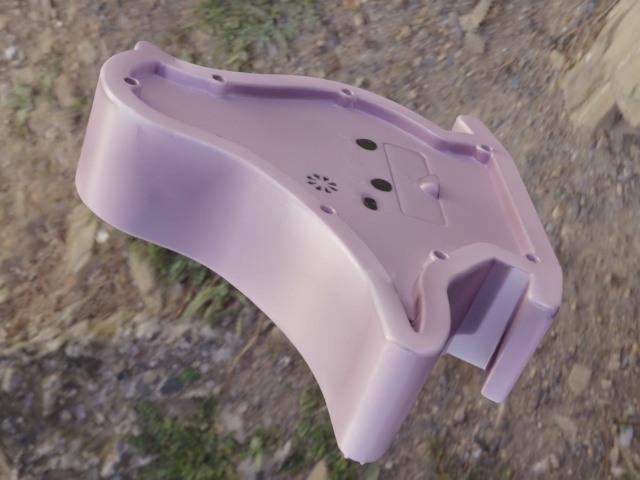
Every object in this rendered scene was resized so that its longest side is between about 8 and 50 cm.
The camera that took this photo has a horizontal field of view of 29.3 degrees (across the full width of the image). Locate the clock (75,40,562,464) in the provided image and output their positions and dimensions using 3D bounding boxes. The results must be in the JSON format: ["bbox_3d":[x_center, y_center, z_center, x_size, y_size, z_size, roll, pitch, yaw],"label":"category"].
[{"bbox_3d":[0.000,0.000,0.700,0.275,0.290,0.080,12,120,-17],"label":"clock"}]
